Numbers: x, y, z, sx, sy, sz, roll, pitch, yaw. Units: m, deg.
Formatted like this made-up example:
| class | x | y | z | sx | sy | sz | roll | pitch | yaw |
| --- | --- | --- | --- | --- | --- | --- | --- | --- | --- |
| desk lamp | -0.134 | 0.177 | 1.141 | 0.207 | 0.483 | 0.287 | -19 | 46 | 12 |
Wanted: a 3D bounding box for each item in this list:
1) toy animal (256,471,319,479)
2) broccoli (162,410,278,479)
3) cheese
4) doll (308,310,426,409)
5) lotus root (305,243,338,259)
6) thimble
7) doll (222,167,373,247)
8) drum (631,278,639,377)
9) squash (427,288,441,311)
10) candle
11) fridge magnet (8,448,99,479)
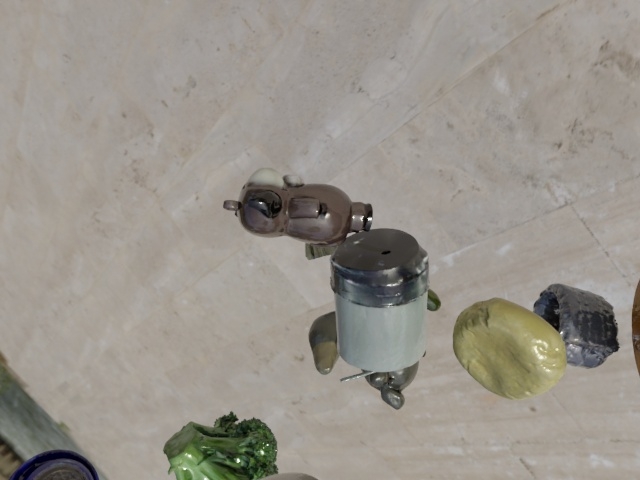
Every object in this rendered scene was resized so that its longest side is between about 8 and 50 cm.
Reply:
| class | x | y | z | sx | sy | sz | roll | pitch | yaw |
| --- | --- | --- | --- | --- | --- | --- | --- | --- | --- |
| toy animal | -0.030 | 0.402 | 0.650 | 0.165 | 0.187 | 0.235 | 24 | 159 | -36 |
| broccoli | -0.200 | 0.474 | 1.019 | 0.242 | 0.269 | 0.261 | 53 | 162 | -20 |
| cheese | 0.395 | 0.225 | 1.087 | 0.226 | 0.117 | 0.214 | 44 | 142 | 10 |
| doll | 0.154 | 0.382 | 1.686 | 0.378 | 0.382 | 0.252 | -24 | 119 | 22 |
| lotus root | 0.002 | -0.002 | 2.054 | 0.142 | 0.070 | 0.144 | -7 | 128 | 6 |
| thimble | 0.716 | 0.242 | 1.449 | 0.172 | 0.236 | 0.205 | 15 | 114 | 2 |
| doll | -0.040 | -0.053 | 0.901 | 0.257 | 0.118 | 0.182 | 11 | 172 | -14 |
| drum | 0.952 | 0.236 | 1.222 | 0.214 | 0.431 | 0.431 | -10 | 118 | 56 |
| squash | 0.241 | 0.126 | 1.320 | 0.183 | 0.052 | 0.052 | 33 | 141 | -14 |
| candle | 0.137 | 0.163 | 1.162 | 0.221 | 0.221 | 0.343 | 11 | 119 | 31 |
| fridge magnet | -0.740 | 0.719 | 1.417 | 0.112 | 0.265 | 0.265 | -33 | 101 | 37 |
